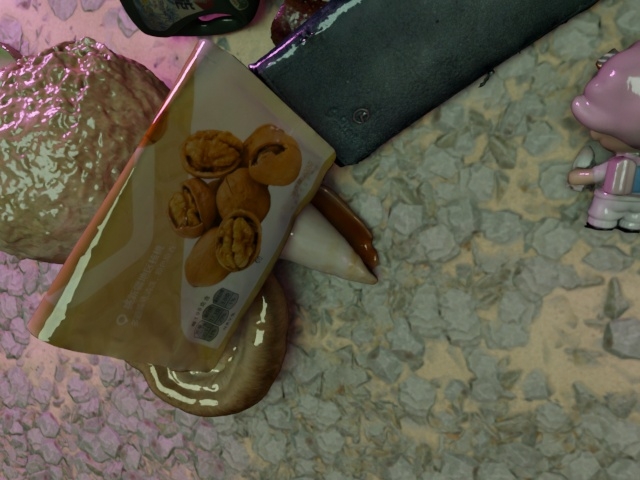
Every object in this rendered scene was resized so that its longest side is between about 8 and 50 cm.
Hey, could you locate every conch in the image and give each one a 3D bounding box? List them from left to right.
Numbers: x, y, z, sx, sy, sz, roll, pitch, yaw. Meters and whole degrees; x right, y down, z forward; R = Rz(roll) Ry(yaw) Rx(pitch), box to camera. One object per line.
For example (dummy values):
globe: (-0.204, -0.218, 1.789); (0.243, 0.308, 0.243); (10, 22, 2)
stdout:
conch: (0.003, -0.008, 0.662); (0.176, 0.104, 0.094); (22, 133, 12)

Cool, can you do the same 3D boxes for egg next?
egg: (-0.319, -0.103, 0.675); (0.279, 0.279, 0.310); (36, 100, 12)

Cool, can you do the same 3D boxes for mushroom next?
mushroom: (-0.172, 0.117, 0.708); (0.279, 0.146, 0.277); (3, 103, 13)

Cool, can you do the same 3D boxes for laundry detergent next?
laundry detergent: (-0.143, -0.325, 0.652); (0.222, 0.144, 0.078); (1, 65, 7)

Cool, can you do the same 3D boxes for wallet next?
wallet: (0.124, -0.240, 0.558); (0.379, 0.046, 0.191); (-34, 125, 19)

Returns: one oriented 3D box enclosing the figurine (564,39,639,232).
figurine: (0.329, -0.117, 0.525); (0.138, 0.112, 0.228); (8, 110, 13)

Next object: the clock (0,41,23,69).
clock: (-0.572, -0.222, 0.868); (0.235, 0.029, 0.234); (3, 98, 19)

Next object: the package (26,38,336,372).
package: (-0.162, -0.034, 0.570); (0.165, 0.221, 0.311); (26, 87, 40)

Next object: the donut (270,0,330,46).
donut: (0.038, -0.298, 0.611); (0.141, 0.085, 0.217); (34, 105, 13)
